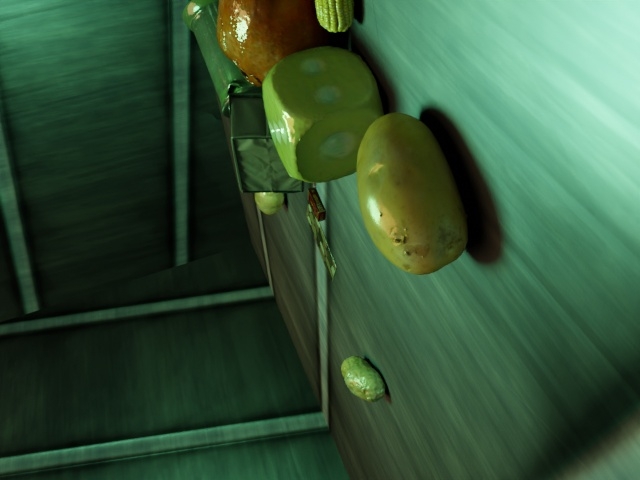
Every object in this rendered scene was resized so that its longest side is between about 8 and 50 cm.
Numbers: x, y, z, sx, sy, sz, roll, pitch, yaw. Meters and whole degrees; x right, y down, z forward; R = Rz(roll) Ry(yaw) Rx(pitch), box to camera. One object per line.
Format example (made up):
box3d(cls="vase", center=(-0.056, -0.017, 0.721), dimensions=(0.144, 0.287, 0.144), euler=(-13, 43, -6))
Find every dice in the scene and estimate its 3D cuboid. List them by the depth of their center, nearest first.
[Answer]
box3d(cls="dice", center=(0.003, -0.214, 1.089), dimensions=(0.166, 0.169, 0.169), euler=(88, 161, -55))

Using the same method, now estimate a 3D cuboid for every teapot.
box3d(cls="teapot", center=(-0.229, -0.508, 1.815), dimensions=(0.337, 0.200, 0.270), euler=(69, -165, 9))

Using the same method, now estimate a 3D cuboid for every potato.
box3d(cls="potato", center=(0.118, -0.066, 0.870), dimensions=(0.150, 0.146, 0.234), euler=(-42, 62, 46))
box3d(cls="potato", center=(-0.185, -0.163, 2.322), dimensions=(0.178, 0.109, 0.119), euler=(101, 164, -69))

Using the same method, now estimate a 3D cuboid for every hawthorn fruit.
box3d(cls="hawthorn fruit", center=(-0.077, -0.400, 1.097), dimensions=(0.299, 0.211, 0.211), euler=(108, 143, -71))

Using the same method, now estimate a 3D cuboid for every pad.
box3d(cls="pad", center=(0.000, 0.000, 1.921), dimensions=(0.158, 0.003, 0.235), euler=(102, 149, -69))

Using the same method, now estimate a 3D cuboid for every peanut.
box3d(cls="peanut", center=(0.113, 0.372, 1.744), dimensions=(0.214, 0.099, 0.100), euler=(-126, 20, -75))

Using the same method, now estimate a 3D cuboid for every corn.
box3d(cls="corn", center=(0.019, -0.408, 0.984), dimensions=(0.085, 0.063, 0.165), euler=(-83, -9, -48))

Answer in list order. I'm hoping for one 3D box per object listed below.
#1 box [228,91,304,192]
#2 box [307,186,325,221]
box3d(cls="box", center=(-0.137, -0.248, 1.672), dimensions=(0.252, 0.188, 0.153), euler=(96, 171, -59))
box3d(cls="box", center=(-0.011, -0.099, 1.759), dimensions=(0.051, 0.023, 0.082), euler=(95, 155, -62))
